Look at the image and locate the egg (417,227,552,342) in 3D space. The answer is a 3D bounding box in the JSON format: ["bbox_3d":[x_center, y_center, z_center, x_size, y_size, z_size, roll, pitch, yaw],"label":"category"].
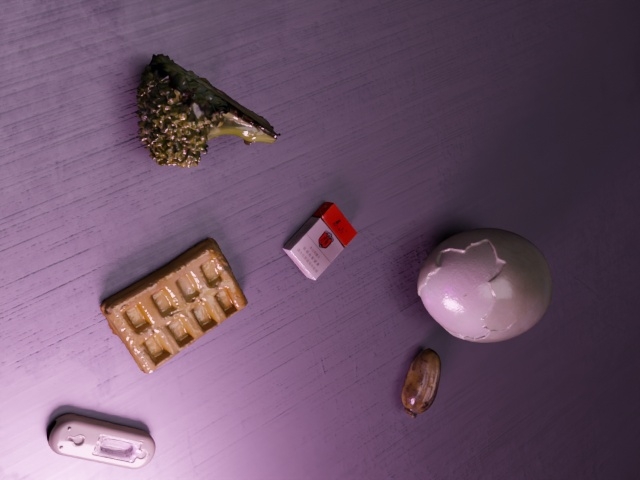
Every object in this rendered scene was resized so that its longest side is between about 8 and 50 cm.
[{"bbox_3d":[0.388,0.110,1.715,0.336,0.278,0.278,-7,102,-28],"label":"egg"}]

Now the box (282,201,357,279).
[{"bbox_3d":[0.000,0.000,1.593,0.152,0.048,0.100,-46,120,-14],"label":"box"}]

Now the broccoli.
[{"bbox_3d":[-0.236,-0.204,1.322,0.273,0.242,0.180,31,104,-25],"label":"broccoli"}]

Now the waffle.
[{"bbox_3d":[-0.287,0.130,1.432,0.274,0.057,0.168,-33,114,-22],"label":"waffle"}]

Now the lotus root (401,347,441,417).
[{"bbox_3d":[0.256,0.361,1.795,0.089,0.080,0.179,21,83,-19],"label":"lotus root"}]

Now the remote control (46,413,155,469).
[{"bbox_3d":[-0.429,0.402,1.402,0.221,0.042,0.078,25,86,-33],"label":"remote control"}]
